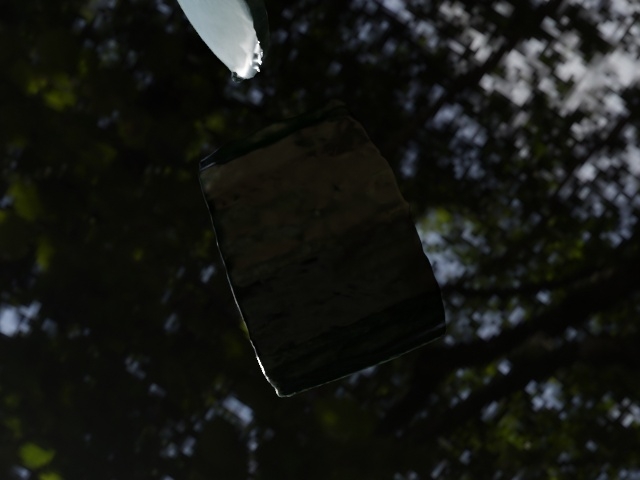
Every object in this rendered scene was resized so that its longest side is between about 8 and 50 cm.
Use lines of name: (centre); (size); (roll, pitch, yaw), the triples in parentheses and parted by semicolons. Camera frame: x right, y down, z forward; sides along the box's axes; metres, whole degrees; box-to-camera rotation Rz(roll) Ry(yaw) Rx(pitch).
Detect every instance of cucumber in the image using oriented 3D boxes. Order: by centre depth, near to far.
cucumber: (0.003, 0.010, 1.133); (0.130, 0.191, 0.191); (-18, -135, 0)

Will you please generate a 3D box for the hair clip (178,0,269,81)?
hair clip: (-0.128, -0.322, 1.207); (0.392, 0.318, 0.238); (18, -119, 16)
